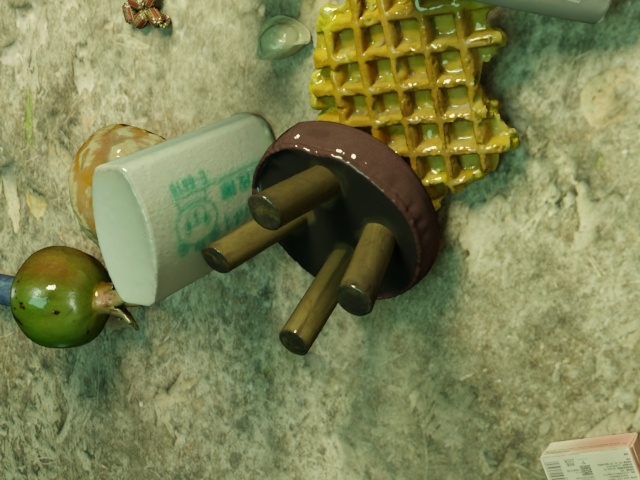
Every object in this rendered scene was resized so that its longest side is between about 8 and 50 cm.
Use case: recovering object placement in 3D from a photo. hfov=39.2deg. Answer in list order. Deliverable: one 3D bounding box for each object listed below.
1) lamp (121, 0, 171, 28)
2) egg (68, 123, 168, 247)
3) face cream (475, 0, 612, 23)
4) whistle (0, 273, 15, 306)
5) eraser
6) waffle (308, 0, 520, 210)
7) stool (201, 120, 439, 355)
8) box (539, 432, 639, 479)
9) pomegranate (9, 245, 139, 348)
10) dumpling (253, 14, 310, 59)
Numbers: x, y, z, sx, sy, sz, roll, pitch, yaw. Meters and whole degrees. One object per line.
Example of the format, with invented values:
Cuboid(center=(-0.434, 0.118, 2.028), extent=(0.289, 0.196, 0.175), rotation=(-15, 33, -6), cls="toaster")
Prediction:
Cuboid(center=(-0.264, -0.342, 1.340), extent=(0.083, 0.031, 0.063), rotation=(-3, 104, 38), cls="lamp")
Cuboid(center=(-0.275, -0.071, 1.339), extent=(0.233, 0.195, 0.195), rotation=(45, 130, 43), cls="egg")
Cuboid(center=(0.179, -0.305, 0.946), extent=(0.269, 0.073, 0.107), rotation=(12, 100, -5), cls="face cream")
Cuboid(center=(-0.608, 0.094, 1.711), extent=(0.304, 0.062, 0.062), rotation=(7, 111, 32), cls="whistle")
Cuboid(center=(-0.169, -0.051, 1.220), extent=(0.104, 0.290, 0.189), rotation=(9, 115, 31), cls="eraser")
Cuboid(center=(0.113, -0.183, 1.095), extent=(0.281, 0.058, 0.301), rotation=(22, 130, 17), cls="waffle")
Cuboid(center=(0.000, 0.000, 1.154), extent=(0.272, 0.178, 0.272), rotation=(24, 138, 23), cls="stool")
Cuboid(center=(0.356, 0.300, 1.147), extent=(0.125, 0.043, 0.089), rotation=(-17, 97, 37), cls="box")
Cuboid(center=(-0.406, 0.097, 1.517), extent=(0.224, 0.181, 0.181), rotation=(-1, 107, 12), cls="pomegranate")
Cuboid(center=(-0.056, -0.276, 1.217), extent=(0.077, 0.043, 0.059), rotation=(-18, 74, 40), cls="dumpling")
